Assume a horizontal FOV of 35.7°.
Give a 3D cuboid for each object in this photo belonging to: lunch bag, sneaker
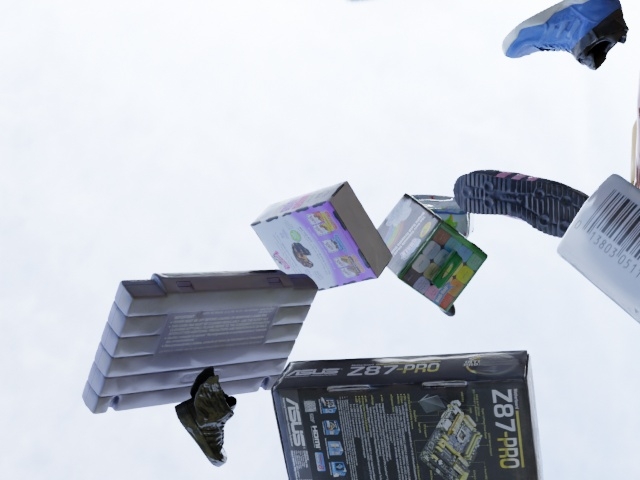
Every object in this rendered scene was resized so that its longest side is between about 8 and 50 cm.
[{"bbox_3d":[0.246,-0.047,2.191,0.219,0.176,0.090,-42,-45,-72],"label":"lunch bag"},{"bbox_3d":[-0.159,0.272,1.518,0.170,0.089,0.051,60,178,-34],"label":"sneaker"},{"bbox_3d":[0.286,-0.229,1.161,0.058,0.152,0.085,-4,-108,-53],"label":"sneaker"},{"bbox_3d":[0.241,0.123,2.019,0.083,0.031,0.035,50,-155,5],"label":"sneaker"},{"bbox_3d":[0.432,-0.088,1.993,0.131,0.319,0.112,-19,-59,-48],"label":"sneaker"}]

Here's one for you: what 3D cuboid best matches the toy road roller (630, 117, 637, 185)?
[{"bbox_3d":[0.723,-0.125,1.837,0.202,0.240,0.330,17,-119,-15],"label":"toy road roller"}]

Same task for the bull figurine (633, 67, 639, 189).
[{"bbox_3d":[0.393,-0.062,1.032,0.101,0.188,0.310,-29,-54,-14],"label":"bull figurine"}]

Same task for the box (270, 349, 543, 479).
[{"bbox_3d":[0.126,0.341,1.270,0.097,0.318,0.395,-49,-48,-66],"label":"box"}]

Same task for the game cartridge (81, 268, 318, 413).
[{"bbox_3d":[-0.182,0.151,1.567,0.355,0.230,0.068,0,-151,-42],"label":"game cartridge"}]

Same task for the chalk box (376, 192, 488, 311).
[{"bbox_3d":[0.200,0.028,1.795,0.132,0.132,0.213,35,-174,-29],"label":"chalk box"}]

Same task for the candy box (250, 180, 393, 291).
[{"bbox_3d":[0.000,0.000,1.732,0.165,0.196,0.070,58,-136,-19],"label":"candy box"}]

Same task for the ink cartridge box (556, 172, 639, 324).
[{"bbox_3d":[0.404,0.120,0.784,0.385,0.091,0.308,29,-167,-29],"label":"ink cartridge box"}]
